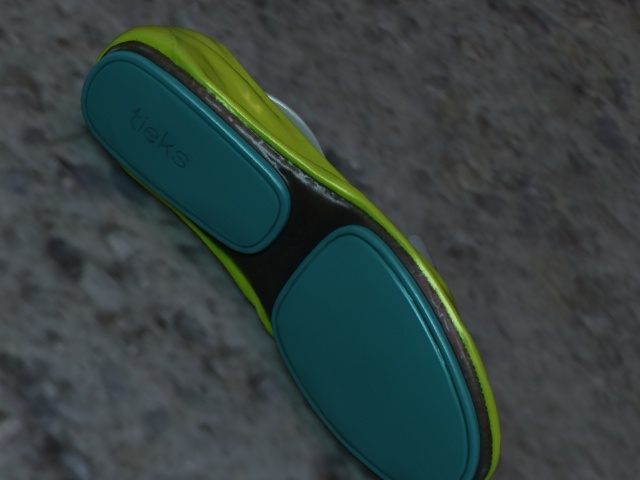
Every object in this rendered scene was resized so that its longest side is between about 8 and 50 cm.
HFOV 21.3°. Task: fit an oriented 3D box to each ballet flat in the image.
[{"bbox_3d":[0.000,0.000,0.678,0.231,0.077,0.077,48,29,10],"label":"ballet flat"}]
